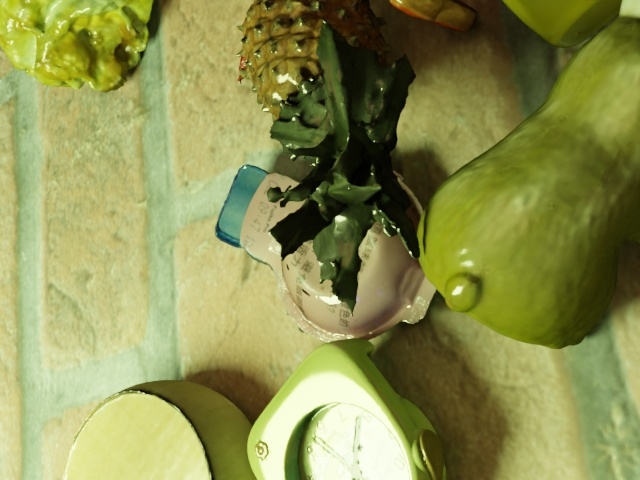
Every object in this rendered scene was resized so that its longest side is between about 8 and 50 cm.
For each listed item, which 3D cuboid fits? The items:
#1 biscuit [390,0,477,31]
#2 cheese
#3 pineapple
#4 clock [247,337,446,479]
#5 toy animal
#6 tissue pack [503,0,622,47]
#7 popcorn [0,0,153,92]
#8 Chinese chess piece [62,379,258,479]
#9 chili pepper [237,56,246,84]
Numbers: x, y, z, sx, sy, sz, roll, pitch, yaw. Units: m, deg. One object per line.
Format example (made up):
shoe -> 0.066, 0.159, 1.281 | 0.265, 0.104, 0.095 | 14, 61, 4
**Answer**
biscuit -> 0.042, -0.280, 0.835 | 0.250, 0.165, 0.036 | 42, 114, 25
cheese -> 0.000, 0.000, 0.848 | 0.286, 0.074, 0.188 | 23, 91, 35
pineapple -> 0.016, -0.114, 0.760 | 0.166, 0.165, 0.364 | -38, 40, 21
clock -> 0.045, 0.218, 0.757 | 0.232, 0.069, 0.170 | 48, 114, 25
toy animal -> 0.233, -0.078, 0.657 | 0.363, 0.180, 0.181 | -49, 64, 7
tissue pack -> 0.197, -0.261, 0.713 | 0.123, 0.178, 0.127 | -35, 64, 21
popcorn -> -0.323, -0.305, 1.073 | 0.221, 0.204, 0.183 | -52, 55, 31
Chinese chess piece -> -0.169, 0.275, 0.881 | 0.250, 0.103, 0.249 | -8, 75, 33
chili pepper -> -0.014, -0.290, 0.948 | 0.268, 0.059, 0.050 | -50, 18, 17
